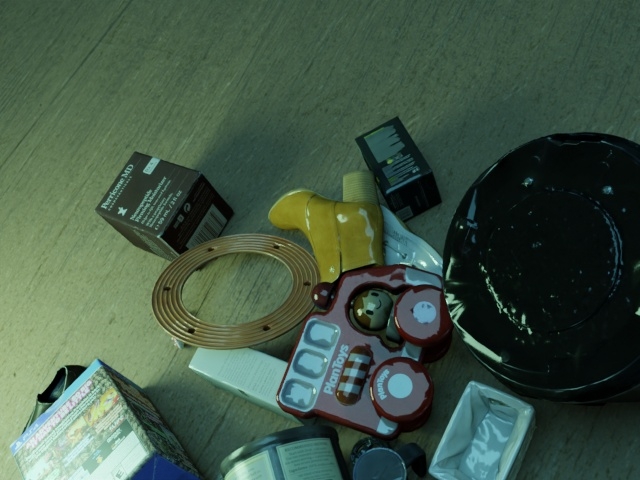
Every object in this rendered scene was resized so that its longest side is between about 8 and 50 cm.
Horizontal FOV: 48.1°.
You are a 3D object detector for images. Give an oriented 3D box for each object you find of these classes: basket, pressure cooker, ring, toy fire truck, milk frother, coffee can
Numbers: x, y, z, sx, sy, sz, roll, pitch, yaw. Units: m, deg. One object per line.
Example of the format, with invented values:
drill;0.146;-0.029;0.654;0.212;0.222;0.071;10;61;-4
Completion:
basket;0.262;0.329;1.140;0.113;0.103;0.167;20;71;30
pressure cooker;0.434;0.060;1.053;0.375;0.420;0.370;-3;80;44
ring;-0.162;0.097;1.406;0.336;0.032;0.337;-4;38;3
toy fire truck;0.084;0.175;1.207;0.253;0.169;0.302;16;72;13
milk frother;0.090;0.371;1.164;0.143;0.135;0.129;22;58;28
coffee can;-0.028;0.458;1.116;0.201;0.201;0.275;-24;59;8

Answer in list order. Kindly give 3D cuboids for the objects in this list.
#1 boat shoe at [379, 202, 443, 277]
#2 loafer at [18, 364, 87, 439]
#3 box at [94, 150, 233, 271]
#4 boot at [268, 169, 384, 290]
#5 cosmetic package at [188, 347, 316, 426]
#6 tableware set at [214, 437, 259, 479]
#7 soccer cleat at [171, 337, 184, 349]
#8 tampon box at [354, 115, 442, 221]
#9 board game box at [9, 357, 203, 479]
boat shoe;0.161;0.037;1.355;0.096;0.098;0.277;-42;46;-4
loafer;-0.565;0.349;1.476;0.080;0.078;0.220;13;68;28
box;-0.337;-0.063;1.563;0.203;0.167;0.168;19;71;30
boot;0.001;0.000;1.399;0.295;0.104;0.211;-21;60;41
cosmetic package;-0.116;0.256;1.326;0.231;0.117;0.085;14;67;29
tableware set;-0.118;0.450;1.275;0.141;0.020;0.168;-45;55;-7
soccer cleat;-0.289;0.186;1.488;0.035;0.029;0.083;-24;51;13
tampon box;0.156;-0.141;1.437;0.101;0.120;0.161;-28;55;4
board game box;-0.395;0.404;1.305;0.232;0.141;0.291;-46;44;-7
